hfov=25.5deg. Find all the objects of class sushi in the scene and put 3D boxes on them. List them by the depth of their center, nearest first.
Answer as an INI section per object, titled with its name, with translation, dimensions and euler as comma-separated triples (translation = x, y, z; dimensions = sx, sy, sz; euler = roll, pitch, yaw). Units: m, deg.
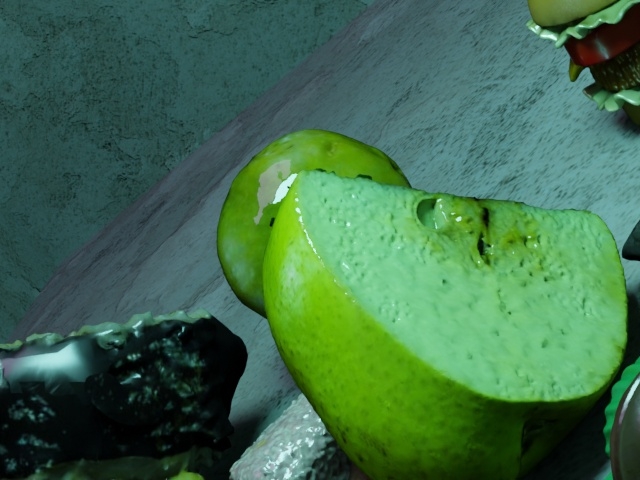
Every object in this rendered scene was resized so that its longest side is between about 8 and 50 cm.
[sushi]
translation = -0.233, 0.231, 1.461
dimensions = 0.329, 0.285, 0.328
euler = -6, -8, -41

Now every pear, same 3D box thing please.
[pear]
translation = 0.097, 0.088, 1.060
dimensions = 0.292, 0.292, 0.159
euler = -65, -3, -53

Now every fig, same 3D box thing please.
[fig]
translation = -0.008, -0.020, 1.574
dimensions = 0.233, 0.233, 0.314
euler = -43, 20, 5

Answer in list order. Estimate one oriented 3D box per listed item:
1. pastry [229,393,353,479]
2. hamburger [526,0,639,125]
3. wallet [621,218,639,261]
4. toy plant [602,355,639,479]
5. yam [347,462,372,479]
[pastry]
translation = 0.005, 0.183, 1.213
dimensions = 0.265, 0.112, 0.103
euler = -50, 23, -19
[hamburger]
translation = 0.327, -0.265, 1.364
dimensions = 0.274, 0.212, 0.274
euler = -41, 15, 13
[wallet]
translation = 0.314, -0.049, 1.030
dimensions = 0.168, 0.052, 0.245
euler = -43, 2, -8
[toy plant]
translation = 0.215, 0.124, 0.838
dimensions = 0.143, 0.105, 0.200
euler = -62, 2, -16
[yam]
translation = 0.057, 0.195, 1.101
dimensions = 0.084, 0.084, 0.127
euler = -36, 14, 30
